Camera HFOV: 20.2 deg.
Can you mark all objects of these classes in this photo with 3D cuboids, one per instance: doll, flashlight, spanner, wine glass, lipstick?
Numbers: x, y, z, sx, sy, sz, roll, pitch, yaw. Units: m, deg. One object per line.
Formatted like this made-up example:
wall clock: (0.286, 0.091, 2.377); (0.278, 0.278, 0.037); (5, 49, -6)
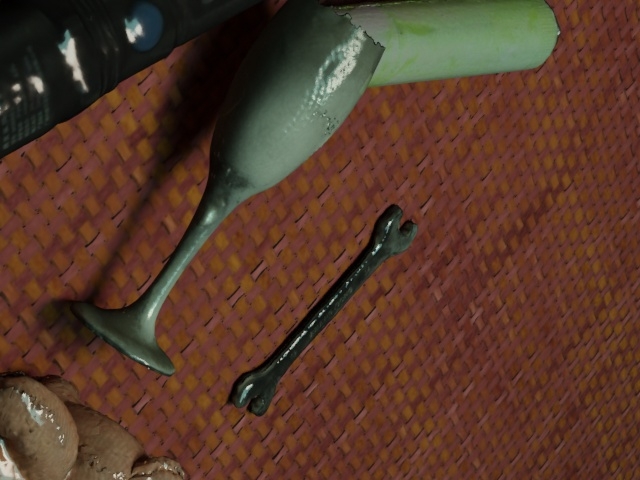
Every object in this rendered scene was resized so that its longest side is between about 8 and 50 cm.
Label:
doll: (-0.253, 0.142, 1.324); (0.201, 0.156, 0.303); (-31, 128, 24)
flashlight: (-0.119, -0.173, 1.294); (0.424, 0.103, 0.103); (-33, 134, -35)
spanner: (0.006, 0.065, 1.656); (0.254, 0.015, 0.054); (-48, 143, -19)
wine glass: (0.000, 0.000, 1.411); (0.309, 0.264, 0.096); (-55, -172, 2)
lipstick: (0.096, -0.175, 1.570); (0.304, 0.076, 0.076); (-13, 121, -46)
